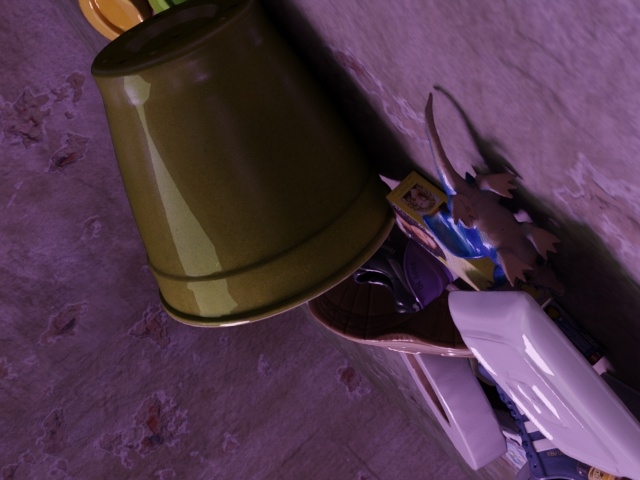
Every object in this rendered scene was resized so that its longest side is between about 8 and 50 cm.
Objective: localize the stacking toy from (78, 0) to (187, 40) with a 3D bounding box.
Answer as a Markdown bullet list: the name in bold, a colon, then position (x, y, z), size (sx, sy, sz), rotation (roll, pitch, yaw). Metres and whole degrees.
- **stacking toy**: position (-0.180, -0.333, 1.573), size (0.280, 0.130, 0.309), rotation (-9, 131, 47)

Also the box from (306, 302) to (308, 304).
- **box**: position (0.000, 0.000, 1.775), size (0.119, 0.181, 0.182), rotation (38, 167, 51)

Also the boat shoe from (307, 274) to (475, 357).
- **boat shoe**: position (0.136, 0.129, 1.654), size (0.341, 0.121, 0.110), rotation (13, 165, 33)

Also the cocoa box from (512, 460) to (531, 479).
- **cocoa box**: position (0.465, 0.549, 1.701), size (0.347, 0.231, 0.228), rotation (48, 154, -9)

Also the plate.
- **plate**: position (0.264, 0.173, 1.188), size (0.277, 0.045, 0.278), rotation (48, 172, -5)

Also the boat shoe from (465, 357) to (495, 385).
- **boat shoe**: position (0.273, 0.201, 1.821), size (0.133, 0.049, 0.042), rotation (49, 177, 4)

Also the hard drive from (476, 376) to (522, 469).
- **hard drive**: position (0.393, 0.378, 1.986), size (0.237, 0.064, 0.339), rotation (48, 172, -6)

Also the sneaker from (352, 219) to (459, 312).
- **sneaker**: position (0.074, -0.006, 1.583), size (0.283, 0.124, 0.107), rotation (43, 170, 24)

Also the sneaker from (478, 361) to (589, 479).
- **sneaker**: position (0.342, 0.307, 1.561), size (0.350, 0.148, 0.131), rotation (40, -178, 42)

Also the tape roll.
- **tape roll**: position (0.212, 0.234, 1.871), size (0.392, 0.072, 0.392), rotation (60, 177, 5)

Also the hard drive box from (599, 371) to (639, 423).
- **hard drive box**: position (0.440, 0.295, 1.298), size (0.181, 0.089, 0.232), rotation (53, 170, -33)

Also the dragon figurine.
- **dragon figurine**: position (0.176, -0.024, 1.147), size (0.289, 0.085, 0.144), rotation (47, 171, -8)

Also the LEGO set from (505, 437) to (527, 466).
- **LEGO set**: position (0.412, 0.482, 1.931), size (0.244, 0.060, 0.182), rotation (53, 171, -8)

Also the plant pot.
- **plant pot**: position (-0.127, -0.133, 1.390), size (0.366, 0.367, 0.352), rotation (33, 152, 58)

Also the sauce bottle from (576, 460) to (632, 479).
- **sauce bottle**: position (0.355, 0.292, 1.265), size (0.042, 0.042, 0.128), rotation (48, 170, -4)

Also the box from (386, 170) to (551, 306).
- **box**: position (0.188, 0.007, 1.322), size (0.232, 0.058, 0.087), rotation (40, 170, 35)

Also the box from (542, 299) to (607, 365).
- **box**: position (0.318, 0.131, 1.349), size (0.094, 0.027, 0.137), rotation (46, 172, 11)
